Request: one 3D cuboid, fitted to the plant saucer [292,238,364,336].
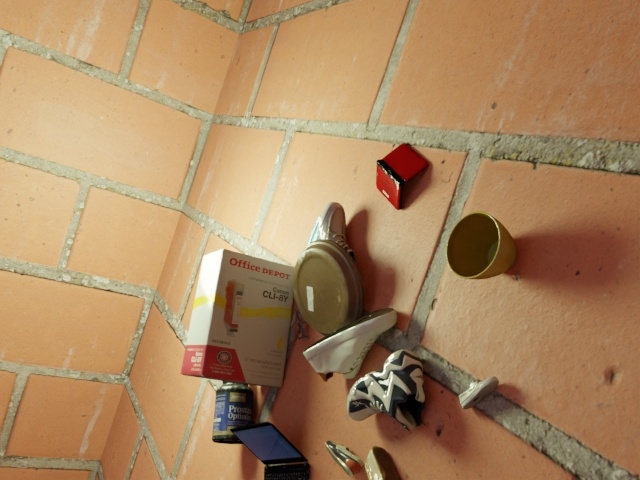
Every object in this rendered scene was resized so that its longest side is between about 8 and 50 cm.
[{"bbox_3d":[0.011,0.135,1.508,0.277,0.041,0.278,15,110,48],"label":"plant saucer"}]

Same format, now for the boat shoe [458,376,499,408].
[{"bbox_3d":[0.303,0.286,1.074,0.100,0.035,0.035,-58,36,35],"label":"boat shoe"}]

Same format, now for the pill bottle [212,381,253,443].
[{"bbox_3d":[-0.281,0.539,1.797,0.122,0.122,0.219,-31,51,48],"label":"pill bottle"}]

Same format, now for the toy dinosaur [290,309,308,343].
[{"bbox_3d":[-0.062,0.250,1.645,0.047,0.090,0.082,-21,89,35],"label":"toy dinosaur"}]

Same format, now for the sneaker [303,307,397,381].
[{"bbox_3d":[0.095,0.266,1.386,0.290,0.106,0.123,-35,84,34],"label":"sneaker"}]

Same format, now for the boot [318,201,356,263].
[{"bbox_3d":[0.057,0.020,1.557,0.123,0.095,0.259,4,87,52],"label":"boot"}]

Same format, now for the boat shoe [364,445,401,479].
[{"bbox_3d":[0.138,0.530,1.198,0.059,0.063,0.170,-62,23,23],"label":"boat shoe"}]

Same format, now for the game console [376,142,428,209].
[{"bbox_3d":[0.212,-0.168,1.459,0.144,0.085,0.124,-122,25,-52],"label":"game console"}]

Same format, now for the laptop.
[{"bbox_3d":[-0.147,0.647,1.517,0.234,0.136,0.265,-31,50,49],"label":"laptop"}]

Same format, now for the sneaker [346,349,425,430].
[{"bbox_3d":[0.148,0.367,1.221,0.235,0.094,0.153,-44,32,24],"label":"sneaker"}]

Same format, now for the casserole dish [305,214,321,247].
[{"bbox_3d":[0.000,0.000,1.694,0.114,0.037,0.189,35,105,57],"label":"casserole dish"}]

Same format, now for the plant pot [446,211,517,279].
[{"bbox_3d":[0.331,0.020,1.098,0.134,0.095,0.134,-32,49,47],"label":"plant pot"}]

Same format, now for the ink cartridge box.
[{"bbox_3d":[-0.246,0.244,1.730,0.160,0.279,0.385,-16,62,54],"label":"ink cartridge box"}]

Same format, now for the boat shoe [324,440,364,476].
[{"bbox_3d":[0.055,0.522,1.349,0.043,0.049,0.137,-34,22,-19],"label":"boat shoe"}]
